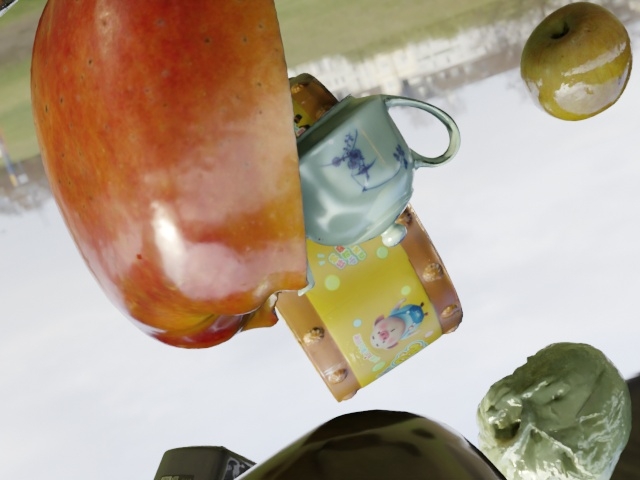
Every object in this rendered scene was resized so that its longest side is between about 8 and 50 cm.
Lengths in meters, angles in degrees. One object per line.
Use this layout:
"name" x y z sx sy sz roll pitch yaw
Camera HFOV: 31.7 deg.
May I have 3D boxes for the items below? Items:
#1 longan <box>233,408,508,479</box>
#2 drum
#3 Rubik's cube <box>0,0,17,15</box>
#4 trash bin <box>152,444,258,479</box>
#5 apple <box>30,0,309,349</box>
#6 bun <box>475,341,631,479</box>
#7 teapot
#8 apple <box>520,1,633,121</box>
"longan" 0.041 0.345 1.039 0.336 0.404 0.404 24 -145 26
"drum" 0.000 0.000 1.550 0.214 0.431 0.431 -33 -168 -4
"Rubik's cube" -0.552 -0.335 1.580 0.162 0.160 0.163 -32 -161 31
"trash bin" -0.203 0.485 1.804 0.209 0.182 0.290 -14 -129 46
"apple" -0.107 -0.096 0.990 0.295 0.364 0.329 -19 163 25
"bun" 0.276 0.221 1.400 0.127 0.212 0.204 23 172 -43
"teapot" 0.036 -0.056 1.123 0.232 0.159 0.159 -41 -167 -3
"apple" 0.405 -0.277 1.779 0.182 0.155 0.182 -28 -145 21
